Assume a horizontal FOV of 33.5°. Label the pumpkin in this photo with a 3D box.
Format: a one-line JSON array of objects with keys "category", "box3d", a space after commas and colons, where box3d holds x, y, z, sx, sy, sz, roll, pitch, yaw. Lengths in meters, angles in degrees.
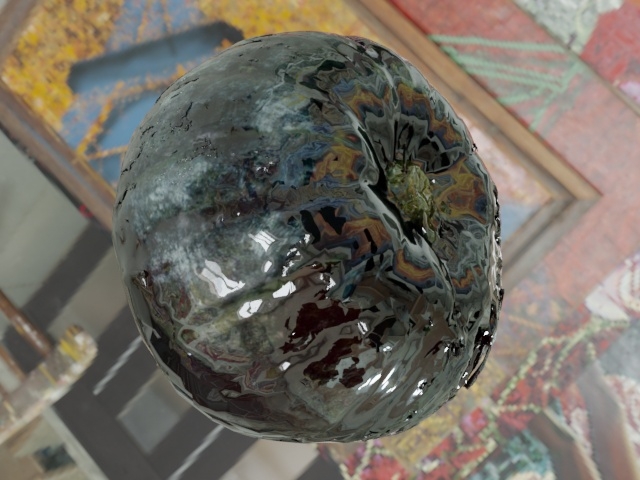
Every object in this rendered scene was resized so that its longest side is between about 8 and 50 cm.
[{"category": "pumpkin", "box3d": [0.000, 0.000, 0.580, 0.163, 0.233, 0.233, -22, 180, 36]}]
